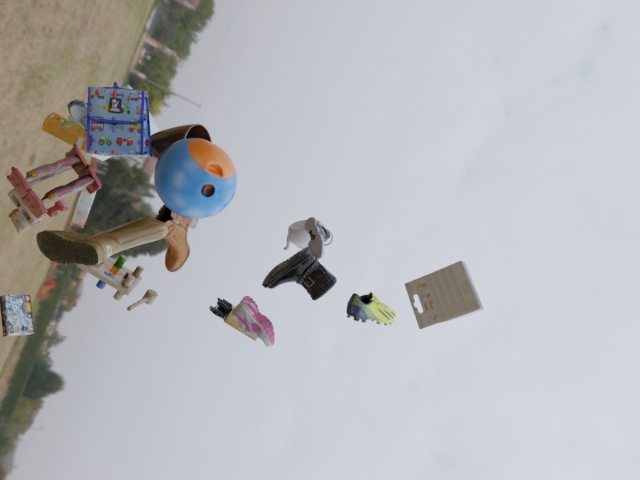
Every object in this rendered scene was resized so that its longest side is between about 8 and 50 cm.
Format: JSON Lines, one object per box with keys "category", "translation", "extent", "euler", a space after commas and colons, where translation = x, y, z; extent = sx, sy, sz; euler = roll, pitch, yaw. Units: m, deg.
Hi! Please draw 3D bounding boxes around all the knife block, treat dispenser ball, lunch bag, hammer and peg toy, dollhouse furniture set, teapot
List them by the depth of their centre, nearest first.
{"category": "dollhouse furniture set", "translation": [-0.915, -0.165, 1.415], "extent": [0.374, 0.152, 0.201], "euler": [-12, -159, 44]}
{"category": "treat dispenser ball", "translation": [-0.444, -0.220, 1.523], "extent": [0.288, 0.288, 0.288], "euler": [-40, -141, 43]}
{"category": "lunch bag", "translation": [-0.829, -0.498, 1.754], "extent": [0.138, 0.220, 0.294], "euler": [-125, -144, -80]}
{"category": "hammer and peg toy", "translation": [-0.925, 0.176, 1.980], "extent": [0.127, 0.361, 0.266], "euler": [-53, -166, 2]}
{"category": "knife block", "translation": [-0.473, 0.426, 2.331], "extent": [0.275, 0.242, 0.088], "euler": [34, -91, 30]}
{"category": "teapot", "translation": [-0.087, -0.023, 2.832], "extent": [0.256, 0.252, 0.187], "euler": [11, -63, 44]}

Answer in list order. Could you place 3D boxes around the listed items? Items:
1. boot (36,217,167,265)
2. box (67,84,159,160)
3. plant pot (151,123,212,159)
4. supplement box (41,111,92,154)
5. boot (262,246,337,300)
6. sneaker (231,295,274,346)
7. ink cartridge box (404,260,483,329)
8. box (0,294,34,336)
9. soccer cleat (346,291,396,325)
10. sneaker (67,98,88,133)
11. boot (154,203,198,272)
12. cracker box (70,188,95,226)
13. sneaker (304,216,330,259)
{"category": "boot", "translation": [-0.631, -0.008, 1.247], "extent": [0.269, 0.236, 0.089], "euler": [-43, 144, -65]}
{"category": "box", "translation": [-1.053, -0.596, 2.174], "extent": [0.345, 0.215, 0.168], "euler": [-28, 178, -1]}
{"category": "plant pot", "translation": [-0.638, -0.414, 1.884], "extent": [0.230, 0.215, 0.216], "euler": [9, -105, 18]}
{"category": "supplement box", "translation": [-1.169, -0.503, 2.001], "extent": [0.080, 0.233, 0.078], "euler": [-51, -156, 30]}
{"category": "boot", "translation": [-0.114, 0.222, 2.258], "extent": [0.348, 0.260, 0.131], "euler": [-33, -163, 18]}
{"category": "sneaker", "translation": [-0.297, 0.370, 1.874], "extent": [0.111, 0.252, 0.103], "euler": [-33, -175, 13]}
{"category": "ink cartridge box", "translation": [0.447, 0.202, 1.550], "extent": [0.232, 0.066, 0.189], "euler": [-29, -118, 28]}
{"category": "box", "translation": [-1.028, 0.253, 1.438], "extent": [0.027, 0.094, 0.137], "euler": [-17, -102, 14]}
{"category": "soccer cleat", "translation": [0.222, 0.273, 1.723], "extent": [0.093, 0.289, 0.121], "euler": [12, -91, 49]}
{"category": "sneaker", "translation": [-0.963, -0.482, 1.838], "extent": [0.110, 0.283, 0.122], "euler": [-34, -130, 0]}
{"category": "boot", "translation": [-0.609, -0.015, 1.740], "extent": [0.284, 0.109, 0.220], "euler": [-66, 167, -6]}
{"category": "cracker box", "translation": [-1.229, -0.186, 2.207], "extent": [0.155, 0.067, 0.232], "euler": [-3, -109, 60]}
{"category": "sneaker", "translation": [0.000, 0.000, 2.416], "extent": [0.101, 0.153, 0.269], "euler": [-29, -123, 24]}
